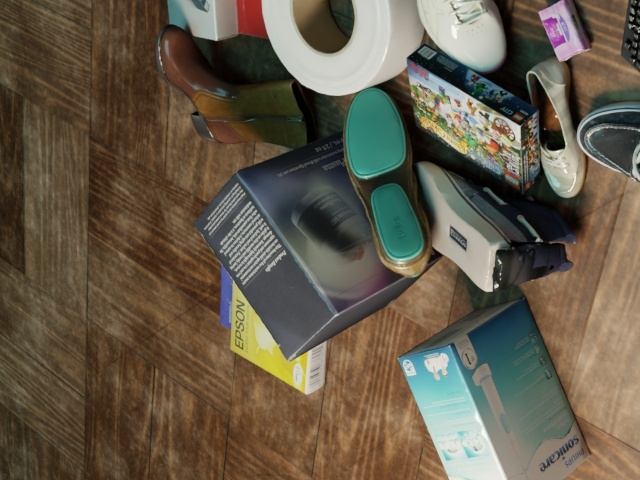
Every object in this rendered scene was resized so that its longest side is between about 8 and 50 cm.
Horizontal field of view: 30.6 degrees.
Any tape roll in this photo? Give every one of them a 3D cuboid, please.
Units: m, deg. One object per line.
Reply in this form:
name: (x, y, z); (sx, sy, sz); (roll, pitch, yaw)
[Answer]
tape roll: (0.035, -0.389, 1.943); (0.286, 0.100, 0.286); (21, 122, 38)

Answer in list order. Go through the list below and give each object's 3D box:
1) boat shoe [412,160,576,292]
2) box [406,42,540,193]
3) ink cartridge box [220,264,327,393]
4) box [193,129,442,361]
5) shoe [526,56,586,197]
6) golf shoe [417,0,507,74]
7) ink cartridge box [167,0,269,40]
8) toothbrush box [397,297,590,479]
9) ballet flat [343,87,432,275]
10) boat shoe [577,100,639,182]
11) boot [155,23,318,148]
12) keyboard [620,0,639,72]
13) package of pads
boat shoe: (0.271, -0.033, 1.876); (0.340, 0.158, 0.127); (-124, 30, -52)
box: (0.238, -0.189, 1.817); (0.233, 0.044, 0.159); (37, 157, 32)
ink cartridge box: (-0.111, 0.110, 2.339); (0.307, 0.072, 0.304); (23, 124, 33)
box: (0.000, 0.000, 2.013); (0.294, 0.296, 0.183); (55, 136, 9)
shoe: (0.349, -0.164, 1.767); (0.076, 0.058, 0.219); (3, 112, 44)
golf shoe: (0.189, -0.386, 1.743); (0.115, 0.140, 0.306); (-28, 96, 4)
ink cartridge box: (-0.179, -0.512, 2.119); (0.261, 0.066, 0.296); (18, 120, 40)
toothbrush box: (0.288, 0.274, 1.916); (0.126, 0.216, 0.296); (-22, 94, 48)
ballet flat: (0.116, -0.086, 1.947); (0.124, 0.116, 0.343); (65, -172, -63)
boat shoe: (0.481, -0.115, 1.631); (0.301, 0.102, 0.108); (24, 124, 35)
boot: (-0.156, -0.279, 2.147); (0.280, 0.096, 0.264); (9, 129, 42)
keyboard: (0.428, -0.368, 1.543); (0.317, 0.033, 0.202); (86, 164, -44)
package of pads: (0.358, -0.308, 1.714); (0.050, 0.032, 0.083); (-22, 92, 46)
